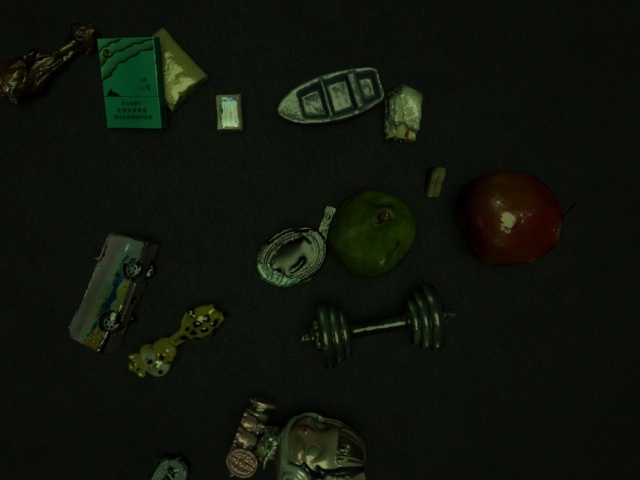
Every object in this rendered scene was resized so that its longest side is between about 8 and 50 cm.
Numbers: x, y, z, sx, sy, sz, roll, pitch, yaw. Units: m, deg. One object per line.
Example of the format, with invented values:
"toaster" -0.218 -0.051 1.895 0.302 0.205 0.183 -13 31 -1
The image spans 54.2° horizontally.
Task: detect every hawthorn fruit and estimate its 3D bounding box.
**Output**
"hawthorn fruit" 0.506 -0.067 1.592 0.301 0.254 0.253 -17 92 -4

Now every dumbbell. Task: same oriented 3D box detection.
"dumbbell" 0.150 0.223 1.622 0.407 0.179 0.179 -9 92 -2

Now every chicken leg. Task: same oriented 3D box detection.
"chicken leg" -0.707 -0.463 1.629 0.304 0.093 0.113 -35 110 -8

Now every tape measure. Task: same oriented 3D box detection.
"tape measure" -0.399 0.619 1.680 0.094 0.054 0.091 14 90 7

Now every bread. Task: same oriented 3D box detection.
"bread" -0.403 -0.450 1.643 0.139 0.060 0.178 -44 92 0
"bread" 0.306 -0.171 1.676 0.043 0.108 0.062 1 48 -6

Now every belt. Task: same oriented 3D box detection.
"belt" -0.075 0.045 1.654 0.199 0.078 0.151 -29 87 5

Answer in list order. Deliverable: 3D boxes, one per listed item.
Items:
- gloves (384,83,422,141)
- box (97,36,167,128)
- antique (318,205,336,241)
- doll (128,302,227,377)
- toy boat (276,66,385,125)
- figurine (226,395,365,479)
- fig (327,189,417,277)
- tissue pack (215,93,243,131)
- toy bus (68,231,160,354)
"gloves" 0.213 -0.338 1.654 0.115 0.070 0.153 6 93 -19
"box" -0.482 -0.404 1.607 0.161 0.042 0.226 3 107 13
"antique" 0.000 0.000 1.690 0.031 0.015 0.191 18 91 -2
"doll" -0.380 0.265 1.655 0.291 0.086 0.117 -36 122 1
"toy boat" 0.023 -0.370 1.649 0.283 0.078 0.127 -16 93 -1
"figurine" -0.058 0.551 1.617 0.362 0.253 0.210 10 135 5
"fig" 0.153 -0.016 1.563 0.233 0.314 0.232 1 89 -29
"tissue pack" -0.240 -0.336 1.652 0.074 0.059 0.094 -2 92 -3
"toy bus" -0.537 0.130 1.639 0.138 0.112 0.316 22 90 8
